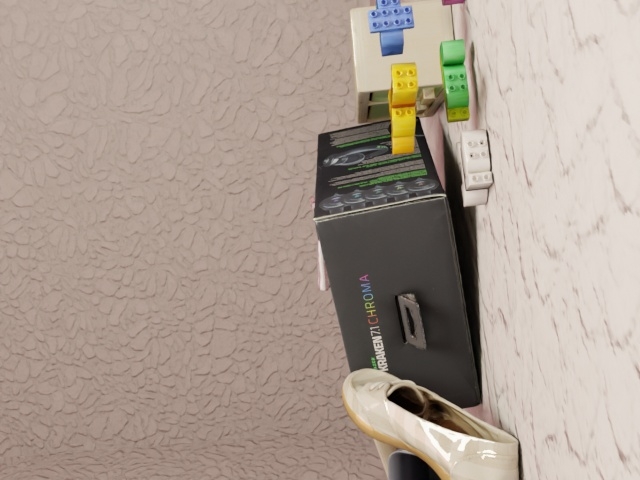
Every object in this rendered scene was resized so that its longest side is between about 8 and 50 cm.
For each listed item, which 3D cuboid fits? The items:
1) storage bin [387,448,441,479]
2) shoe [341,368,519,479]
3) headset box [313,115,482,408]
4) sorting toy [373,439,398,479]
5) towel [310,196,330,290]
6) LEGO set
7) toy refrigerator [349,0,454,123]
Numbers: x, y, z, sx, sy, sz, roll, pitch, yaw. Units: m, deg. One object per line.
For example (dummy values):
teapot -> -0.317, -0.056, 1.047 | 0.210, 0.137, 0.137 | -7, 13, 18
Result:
storage bin -> 0.148, 0.302, 1.004 | 0.091, 0.098, 0.135 | -32, -60, -56
shoe -> 0.094, 0.157, 0.721 | 0.219, 0.076, 0.058 | 28, 120, 52
headset box -> 0.080, 0.025, 0.901 | 0.283, 0.131, 0.247 | -87, -15, -66
sorting toy -> 0.141, 0.296, 1.197 | 0.193, 0.038, 0.208 | 70, -157, -11
towel -> 0.000, 0.000, 1.377 | 0.197, 0.029, 0.144 | -74, -22, -82
LEGO set -> 0.088, -0.144, 0.668 | 0.093, 0.086, 0.227 | 61, -157, -82
toy refrigerator -> 0.088, -0.192, 0.937 | 0.269, 0.102, 0.094 | -23, -72, -88
